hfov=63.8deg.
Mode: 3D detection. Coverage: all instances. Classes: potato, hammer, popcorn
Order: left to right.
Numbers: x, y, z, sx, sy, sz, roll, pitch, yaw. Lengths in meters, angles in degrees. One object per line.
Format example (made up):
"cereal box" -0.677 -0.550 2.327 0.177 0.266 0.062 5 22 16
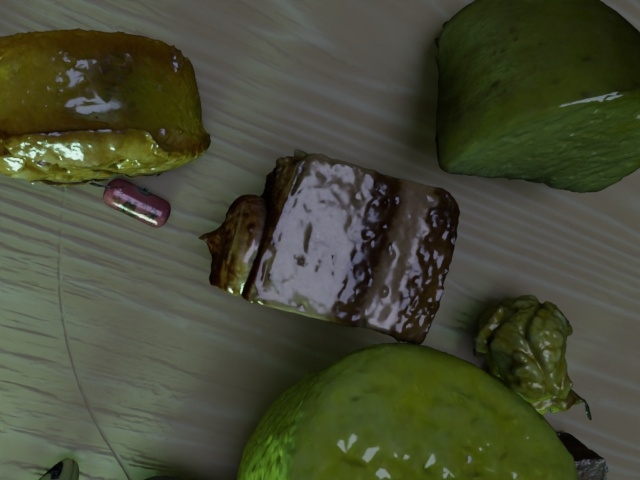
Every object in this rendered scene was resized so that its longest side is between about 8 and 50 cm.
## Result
"hammer" -0.231 -0.048 0.651 0.083 0.043 0.043 29 86 -17
"popcorn" 0.316 0.184 0.778 0.173 0.168 0.195 -5 95 6
"potato" 0.310 -0.232 0.667 0.330 0.213 0.280 4 65 -31

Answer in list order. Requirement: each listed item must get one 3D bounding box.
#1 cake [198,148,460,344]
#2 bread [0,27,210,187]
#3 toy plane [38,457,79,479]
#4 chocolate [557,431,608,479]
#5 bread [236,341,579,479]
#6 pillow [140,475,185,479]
"cake" 0.000 0.000 0.655 0.293 0.196 0.198 16 88 -14
"bread" -0.234 -0.146 0.560 0.260 0.147 0.160 -4 88 -31
"toy plane" -0.355 0.386 0.607 0.244 0.229 0.092 -66 149 -32
"chocolate" 0.395 0.501 0.871 0.112 0.112 0.321 0 96 -9
"bread" 0.078 0.284 0.575 0.348 0.308 0.348 4 62 -7
"pillow" -0.170 0.466 0.670 0.310 0.138 0.283 26 88 -21
